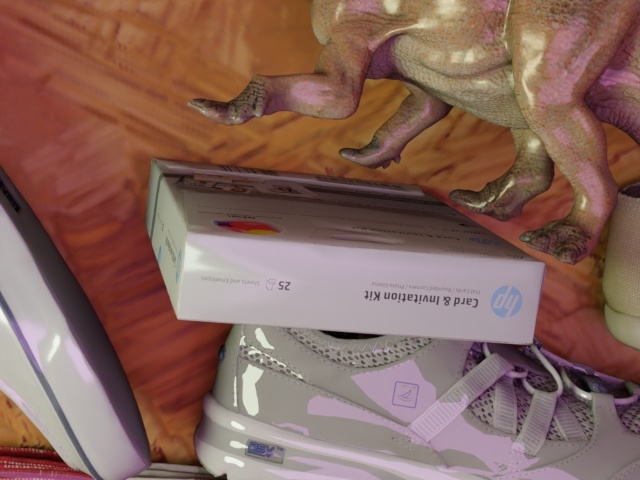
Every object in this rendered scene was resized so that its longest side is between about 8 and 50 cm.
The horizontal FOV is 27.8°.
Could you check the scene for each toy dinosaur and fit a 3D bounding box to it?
[{"bbox_3d":[0.075,-0.114,0.564,0.296,0.127,0.200,23,97,6],"label":"toy dinosaur"}]

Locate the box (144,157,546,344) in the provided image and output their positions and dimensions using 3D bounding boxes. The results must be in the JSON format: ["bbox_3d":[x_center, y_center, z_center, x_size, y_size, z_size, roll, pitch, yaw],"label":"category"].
[{"bbox_3d":[0.000,0.000,0.582,0.145,0.186,0.038,5,100,-13],"label":"box"}]

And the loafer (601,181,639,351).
[{"bbox_3d":[0.270,-0.025,0.678,0.269,0.102,0.092,-23,109,-7],"label":"loafer"}]

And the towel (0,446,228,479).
[{"bbox_3d":[-0.084,0.229,0.684,0.329,0.037,0.237,6,100,-11],"label":"towel"}]

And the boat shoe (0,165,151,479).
[{"bbox_3d":[-0.173,0.013,0.606,0.084,0.095,0.258,-32,94,-1],"label":"boat shoe"}]

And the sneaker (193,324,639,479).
[{"bbox_3d":[0.081,0.074,0.654,0.281,0.105,0.115,5,99,-12],"label":"sneaker"}]
